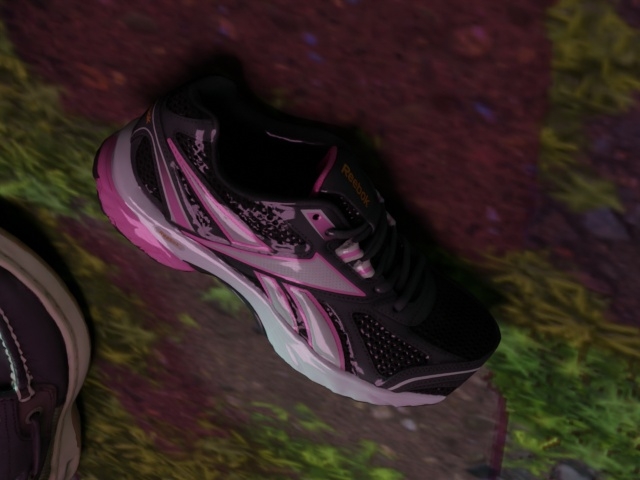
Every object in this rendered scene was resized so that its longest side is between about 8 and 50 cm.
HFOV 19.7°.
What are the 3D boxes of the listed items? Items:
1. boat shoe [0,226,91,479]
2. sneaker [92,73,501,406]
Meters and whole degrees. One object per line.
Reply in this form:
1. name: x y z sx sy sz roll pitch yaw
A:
1. boat shoe: -0.182 0.086 0.954 0.103 0.092 0.285 22 149 8
2. sneaker: 0.000 0.000 0.719 0.178 0.072 0.077 29 139 -16
